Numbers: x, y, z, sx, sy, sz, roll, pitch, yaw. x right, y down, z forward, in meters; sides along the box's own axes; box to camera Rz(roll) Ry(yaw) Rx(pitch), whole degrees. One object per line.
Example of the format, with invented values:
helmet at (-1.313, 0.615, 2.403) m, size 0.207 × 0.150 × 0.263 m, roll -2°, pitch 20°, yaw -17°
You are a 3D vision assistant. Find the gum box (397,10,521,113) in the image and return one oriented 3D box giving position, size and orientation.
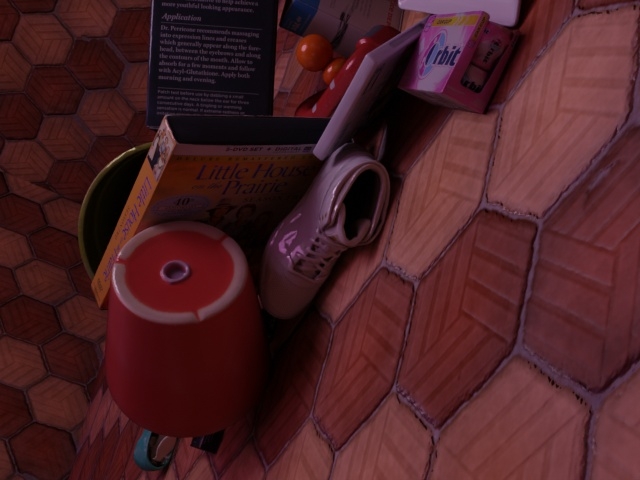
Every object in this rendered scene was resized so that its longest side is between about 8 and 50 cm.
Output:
gum box at (0.172, -0.227, 1.107) m, size 0.107 × 0.062 × 0.188 m, roll -65°, pitch 17°, yaw 6°

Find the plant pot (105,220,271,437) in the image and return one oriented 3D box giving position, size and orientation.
plant pot at (-0.207, 0.120, 1.326) m, size 0.243 × 0.275 × 0.275 m, roll 94°, pitch -178°, yaw -49°

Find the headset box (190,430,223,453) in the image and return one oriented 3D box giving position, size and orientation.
headset box at (-0.197, 0.340, 1.541) m, size 0.083 × 0.032 × 0.062 m, roll -23°, pitch 46°, yaw 68°

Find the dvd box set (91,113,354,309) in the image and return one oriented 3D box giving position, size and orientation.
dvd box set at (-0.167, -0.037, 1.408) m, size 0.420 × 0.308 × 0.062 m, roll -54°, pitch 51°, yaw 43°

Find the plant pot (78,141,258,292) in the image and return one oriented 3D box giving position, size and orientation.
plant pot at (-0.273, -0.042, 1.801) m, size 0.366 × 0.366 × 0.353 m, roll -64°, pitch 7°, yaw 11°

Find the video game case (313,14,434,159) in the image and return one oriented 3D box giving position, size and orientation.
video game case at (0.082, -0.221, 1.250) m, size 0.183 × 0.023 × 0.201 m, roll -40°, pitch -12°, yaw -41°

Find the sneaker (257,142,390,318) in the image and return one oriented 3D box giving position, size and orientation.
sneaker at (0.000, 0.000, 1.261) m, size 0.292 × 0.108 × 0.169 m, roll -63°, pitch 14°, yaw 8°

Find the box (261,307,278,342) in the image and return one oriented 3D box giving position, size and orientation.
box at (-0.098, 0.149, 1.510) m, size 0.083 × 0.018 × 0.067 m, roll -31°, pitch 39°, yaw 62°

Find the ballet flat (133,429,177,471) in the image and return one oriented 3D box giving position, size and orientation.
ballet flat at (-0.303, 0.358, 1.786) m, size 0.087 × 0.083 × 0.247 m, roll 15°, pitch 81°, yaw 48°

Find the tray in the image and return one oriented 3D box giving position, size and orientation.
tray at (0.189, -0.366, 1.145) m, size 0.270 × 0.030 × 0.145 m, roll 35°, pitch 124°, yaw 57°

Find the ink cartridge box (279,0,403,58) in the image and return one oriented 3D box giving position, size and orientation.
ink cartridge box at (0.039, -0.400, 1.508) m, size 0.082 × 0.191 × 0.139 m, roll -45°, pitch 27°, yaw 53°

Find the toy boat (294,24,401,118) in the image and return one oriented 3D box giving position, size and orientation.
toy boat at (0.024, -0.270, 1.406) m, size 0.151 × 0.151 × 0.231 m, roll -49°, pitch 0°, yaw -44°

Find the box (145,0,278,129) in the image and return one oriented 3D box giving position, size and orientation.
box at (-0.183, -0.376, 1.548) m, size 0.293 × 0.212 × 0.395 m, roll -154°, pitch 67°, yaw -84°
